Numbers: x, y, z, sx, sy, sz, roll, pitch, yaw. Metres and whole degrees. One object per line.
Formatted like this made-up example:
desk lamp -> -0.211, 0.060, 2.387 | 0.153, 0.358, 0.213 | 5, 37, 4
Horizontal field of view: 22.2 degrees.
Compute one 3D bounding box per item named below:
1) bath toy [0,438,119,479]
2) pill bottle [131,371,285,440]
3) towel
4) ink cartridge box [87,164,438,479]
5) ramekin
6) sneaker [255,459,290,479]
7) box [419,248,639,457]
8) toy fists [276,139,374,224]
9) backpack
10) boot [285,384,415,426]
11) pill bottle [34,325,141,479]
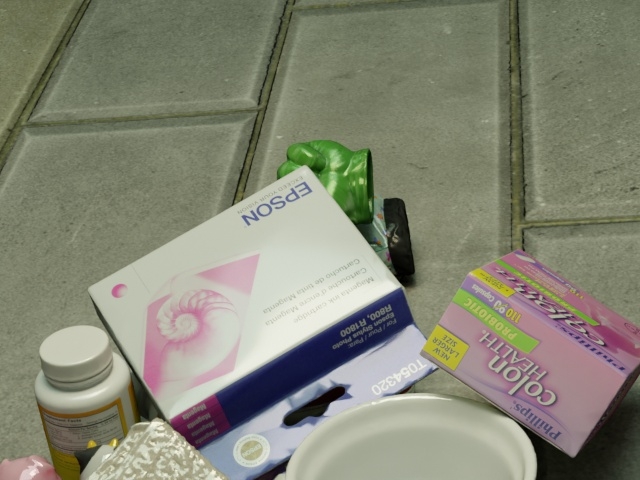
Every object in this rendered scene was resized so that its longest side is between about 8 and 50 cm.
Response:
bath toy -> -0.320, 0.300, 1.863 | 0.348, 0.129, 0.151 | -11, 17, 15
pill bottle -> -0.147, 0.214, 2.011 | 0.187, 0.112, 0.112 | 26, 44, 28
towel -> -0.140, 0.333, 1.713 | 0.282, 0.049, 0.187 | 38, 71, 15
ink cartridge box -> -0.070, 0.100, 1.967 | 0.324, 0.071, 0.330 | -30, 52, -11
ramekin -> 0.105, 0.304, 1.811 | 0.277, 0.135, 0.277 | -6, 30, 3
sneaker -> 0.015, 0.254, 1.964 | 0.236, 0.095, 0.104 | -26, 27, -25
box -> 0.264, 0.126, 1.925 | 0.213, 0.117, 0.243 | 34, 17, 14
toy fists -> 0.000, 0.000, 2.237 | 0.142, 0.279, 0.096 | -2, -3, 9
backpack -> 0.039, 0.001, 2.350 | 0.182, 0.115, 0.152 | -9, 33, 5
boot -> -0.008, 0.140, 2.070 | 0.244, 0.176, 0.088 | -8, 31, 1
pill bottle -> -0.278, 0.213, 1.972 | 0.117, 0.215, 0.117 | -6, 31, 3
